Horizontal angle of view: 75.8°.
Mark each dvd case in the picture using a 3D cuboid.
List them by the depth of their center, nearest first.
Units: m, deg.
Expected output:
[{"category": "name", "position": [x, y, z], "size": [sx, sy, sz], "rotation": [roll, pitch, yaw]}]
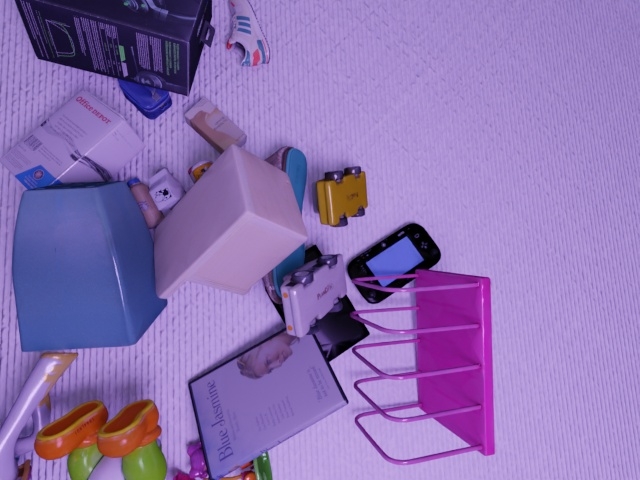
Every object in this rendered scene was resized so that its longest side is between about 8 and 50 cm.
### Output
[{"category": "dvd case", "position": [-0.100, 0.265, 0.718], "size": [0.253, 0.022, 0.180], "rotation": [-29, 50, -3]}]

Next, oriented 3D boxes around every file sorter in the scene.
[{"category": "file sorter", "position": [0.163, 0.206, 0.732], "size": [0.183, 0.202, 0.289], "rotation": [-2, 91, -17]}]

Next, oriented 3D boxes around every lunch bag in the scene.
[{"category": "lunch bag", "position": [-0.340, -0.290, 0.803], "size": [0.098, 0.065, 0.067], "rotation": [42, 76, -2]}]

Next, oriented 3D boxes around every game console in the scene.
[{"category": "game console", "position": [0.081, 0.074, 0.847], "size": [0.362, 0.044, 0.213], "rotation": [-31, 89, -14]}]

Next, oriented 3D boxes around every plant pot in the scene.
[{"category": "plant pot", "position": [-0.363, 0.027, 0.653], "size": [0.166, 0.165, 0.233], "rotation": [-2, 103, -2]}]

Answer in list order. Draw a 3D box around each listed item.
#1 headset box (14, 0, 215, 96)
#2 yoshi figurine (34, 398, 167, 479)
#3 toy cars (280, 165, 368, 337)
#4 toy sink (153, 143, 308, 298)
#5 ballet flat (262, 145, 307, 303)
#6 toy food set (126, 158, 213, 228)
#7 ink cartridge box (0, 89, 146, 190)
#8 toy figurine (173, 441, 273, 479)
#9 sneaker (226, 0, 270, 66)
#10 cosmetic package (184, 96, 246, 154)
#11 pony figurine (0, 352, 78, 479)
[{"category": "headset box", "position": [-0.339, -0.426, 0.753], "size": [0.284, 0.131, 0.246], "rotation": [10, 62, -13]}, {"category": "yoshi figurine", "position": [-0.309, 0.439, 0.606], "size": [0.203, 0.204, 0.361], "rotation": [-14, 102, -31]}, {"category": "toy cars", "position": [0.000, 0.000, 0.750], "size": [0.087, 0.176, 0.393], "rotation": [0, 55, 27]}, {"category": "toy sink", "position": [-0.153, -0.009, 0.679], "size": [0.131, 0.234, 0.152], "rotation": [25, 35, -43]}, {"category": "ballet flat", "position": [-0.087, -0.030, 0.793], "size": [0.108, 0.106, 0.315], "rotation": [33, 55, -49]}, {"category": "toy food set", "position": [-0.289, -0.101, 0.754], "size": [0.233, 0.111, 0.104], "rotation": [-29, 88, 17]}, {"category": "ink cartridge box", "position": [-0.437, -0.157, 0.731], "size": [0.140, 0.082, 0.190], "rotation": [35, 74, 24]}, {"category": "toy figurine", "position": [-0.179, 0.394, 0.724], "size": [0.160, 0.130, 0.172], "rotation": [-14, 63, -4]}, {"category": "sneaker", "position": [-0.169, -0.440, 0.863], "size": [0.076, 0.057, 0.161], "rotation": [-26, 90, -19]}, {"category": "cosmetic package", "position": [-0.211, -0.226, 0.832], "size": [0.115, 0.041, 0.060], "rotation": [41, 76, -3]}, {"category": "pony figurine", "position": [-0.534, 0.336, 0.548], "size": [0.351, 0.303, 0.362], "rotation": [15, 70, -45]}]
